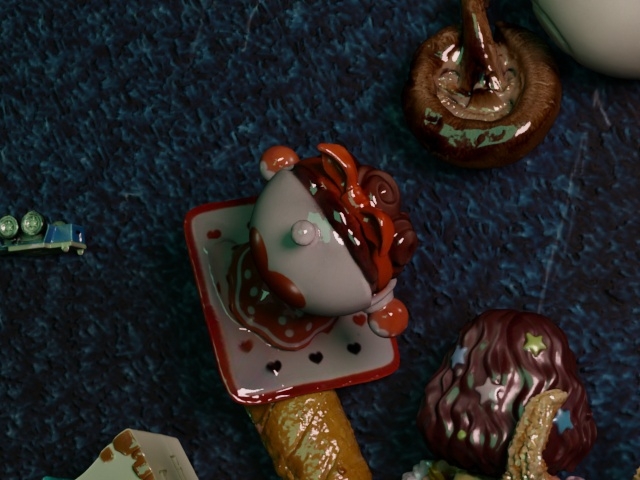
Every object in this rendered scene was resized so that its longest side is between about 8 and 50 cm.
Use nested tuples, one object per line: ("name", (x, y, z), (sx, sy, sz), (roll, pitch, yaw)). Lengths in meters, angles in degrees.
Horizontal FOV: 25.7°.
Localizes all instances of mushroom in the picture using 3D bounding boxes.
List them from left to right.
("mushroom", (0.136, -0.139, 1.188), (0.135, 0.080, 0.170), (0, 77, 7))

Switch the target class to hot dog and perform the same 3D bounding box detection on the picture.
("hot dog", (-0.008, 0.166, 1.182), (0.088, 0.061, 0.285), (-31, 70, -1))

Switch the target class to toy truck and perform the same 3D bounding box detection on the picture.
("toy truck", (-0.306, 0.023, 1.321), (0.175, 0.067, 0.081), (-8, 81, 15))

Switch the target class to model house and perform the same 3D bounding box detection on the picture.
("model house", (-0.174, 0.250, 1.200), (0.149, 0.100, 0.127), (-35, 68, 11))

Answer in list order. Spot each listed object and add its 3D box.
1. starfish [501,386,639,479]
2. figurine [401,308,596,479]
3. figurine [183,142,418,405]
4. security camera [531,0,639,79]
("starfish", (0.234, 0.255, 1.000), (0.302, 0.060, 0.299), (38, 88, 12))
("figurine", (0.138, 0.172, 1.095), (0.175, 0.116, 0.240), (6, 80, 21))
("figurine", (0.000, 0.000, 1.096), (0.160, 0.226, 0.183), (-10, 70, -18))
("security camera", (0.243, -0.242, 1.117), (0.195, 0.194, 0.236), (-38, 71, 8))
